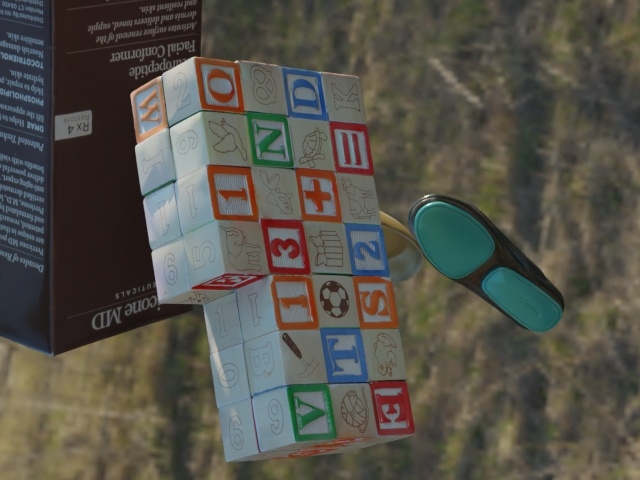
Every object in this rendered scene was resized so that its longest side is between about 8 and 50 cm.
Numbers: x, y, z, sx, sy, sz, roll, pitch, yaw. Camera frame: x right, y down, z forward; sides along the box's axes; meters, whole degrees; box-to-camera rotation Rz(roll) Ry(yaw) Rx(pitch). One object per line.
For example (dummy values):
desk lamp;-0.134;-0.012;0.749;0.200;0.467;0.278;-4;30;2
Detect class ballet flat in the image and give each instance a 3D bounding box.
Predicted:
ballet flat;0.205;0.019;2.140;0.095;0.280;0.096;-38;30;17

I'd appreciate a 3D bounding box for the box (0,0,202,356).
box;-0.224;-0.104;1.555;0.143;0.191;0.381;19;114;37

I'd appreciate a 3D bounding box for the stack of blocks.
stack of blocks;-0.037;0.017;1.291;0.087;0.171;0.297;-22;73;46

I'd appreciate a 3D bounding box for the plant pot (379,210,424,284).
plant pot;0.000;0.000;1.869;0.236;0.236;0.032;134;146;-62
